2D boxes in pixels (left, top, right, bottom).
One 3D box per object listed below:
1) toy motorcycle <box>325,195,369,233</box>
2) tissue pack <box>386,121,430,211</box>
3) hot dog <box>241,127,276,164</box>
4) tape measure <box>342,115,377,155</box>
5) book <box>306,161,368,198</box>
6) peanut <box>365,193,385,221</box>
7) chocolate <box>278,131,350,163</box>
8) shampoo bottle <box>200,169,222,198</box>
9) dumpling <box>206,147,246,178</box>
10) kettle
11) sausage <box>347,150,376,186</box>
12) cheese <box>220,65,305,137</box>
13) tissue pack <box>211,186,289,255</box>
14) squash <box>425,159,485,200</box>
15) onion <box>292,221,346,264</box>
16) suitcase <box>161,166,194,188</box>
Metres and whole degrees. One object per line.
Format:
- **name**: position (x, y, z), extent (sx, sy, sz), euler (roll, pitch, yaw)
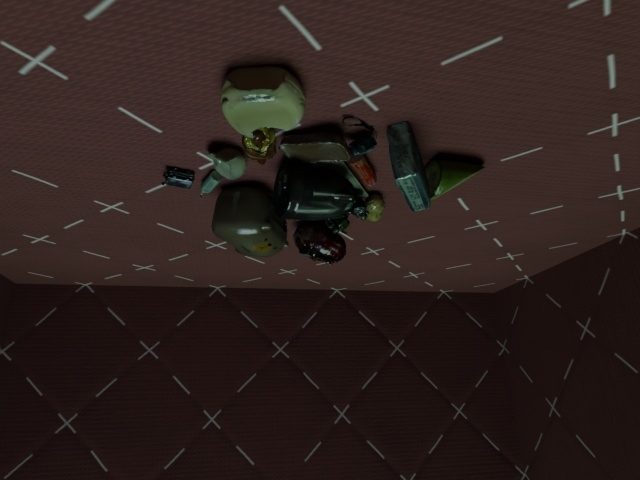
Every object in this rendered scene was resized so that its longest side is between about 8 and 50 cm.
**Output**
- **toy motorcycle**: position (0.103, -0.130, 2.128), extent (0.275, 0.127, 0.205), euler (-24, 154, 33)
- **tissue pack**: position (0.346, -0.274, 1.742), extent (0.103, 0.228, 0.315), euler (-14, 156, 18)
- **hot dog**: position (-0.225, -0.349, 1.683), extent (0.123, 0.093, 0.262), euler (-2, 159, 1)
- **tape measure**: position (0.131, -0.397, 1.672), extent (0.107, 0.104, 0.180), euler (3, 137, 50)
- **book**: position (0.041, -0.252, 2.038), extent (0.260, 0.043, 0.371), euler (-11, 157, 21)
- **peanut**: position (0.263, -0.158, 2.232), extent (0.103, 0.098, 0.229), euler (21, 164, 7)
- **chocolate**: position (-0.015, -0.358, 1.694), extent (0.261, 0.083, 0.161), euler (2, 164, 16)
- **shampoo bottle**: position (-0.493, -0.245, 1.988), extent (0.056, 0.056, 0.195), euler (12, 156, -32)
- **dumpling**: position (-0.373, -0.308, 1.782), extent (0.154, 0.111, 0.181), euler (27, 154, 10)
- **kettle**: position (-0.024, -0.192, 1.895), extent (0.323, 0.229, 0.320), euler (4, -178, -23)
- **sausage**: position (0.180, -0.295, 1.890), extent (0.074, 0.074, 0.274), euler (-10, 158, 20)
- **cheese**: position (-0.180, -0.433, 1.420), extent (0.265, 0.127, 0.233), euler (-1, 159, 2)
- **tissue pack**: position (-0.310, -0.081, 2.128), extent (0.276, 0.268, 0.387), euler (-2, 158, 14)
- **squash**: position (0.572, -0.242, 1.905), extent (0.260, 0.190, 0.189), euler (8, 157, -17)
- **onion**: position (0.000, 0.000, 2.473), extent (0.313, 0.233, 0.314), euler (21, 170, 4)
- **suitcase**: position (-0.602, -0.264, 1.919), extent (0.126, 0.059, 0.086), euler (9, 158, -26)
